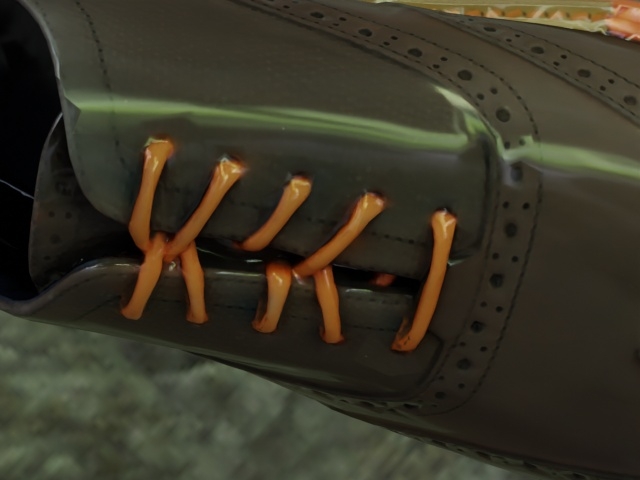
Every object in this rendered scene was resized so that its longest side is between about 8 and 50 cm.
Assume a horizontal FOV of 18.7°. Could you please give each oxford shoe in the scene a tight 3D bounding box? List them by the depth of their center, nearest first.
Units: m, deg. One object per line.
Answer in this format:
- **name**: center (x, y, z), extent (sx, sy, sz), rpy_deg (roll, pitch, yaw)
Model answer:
- **oxford shoe**: center (0.000, 0.000, 0.351), extent (0.271, 0.098, 0.097), rpy_deg (21, -62, 20)
